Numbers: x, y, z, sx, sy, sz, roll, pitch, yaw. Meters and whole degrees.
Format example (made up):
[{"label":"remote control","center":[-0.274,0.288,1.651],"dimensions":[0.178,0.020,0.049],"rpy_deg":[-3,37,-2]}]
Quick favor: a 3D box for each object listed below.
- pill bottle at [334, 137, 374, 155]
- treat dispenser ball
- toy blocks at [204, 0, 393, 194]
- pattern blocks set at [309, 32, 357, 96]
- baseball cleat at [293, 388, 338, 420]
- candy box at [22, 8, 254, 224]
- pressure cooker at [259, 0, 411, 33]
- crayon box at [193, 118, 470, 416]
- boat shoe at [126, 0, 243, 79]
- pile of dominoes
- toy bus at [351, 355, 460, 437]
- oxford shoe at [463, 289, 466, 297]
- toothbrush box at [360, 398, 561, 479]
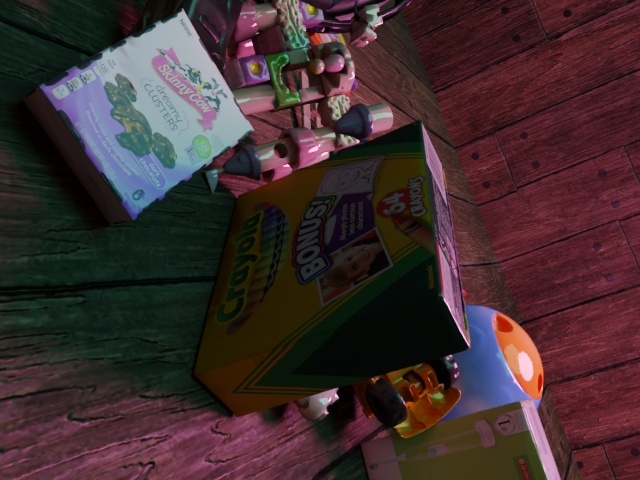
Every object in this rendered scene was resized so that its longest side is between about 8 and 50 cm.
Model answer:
[{"label":"pill bottle","center":[0.078,-0.133,1.425],"dimensions":[0.130,0.130,0.245],"rpy_deg":[58,27,-23]},{"label":"treat dispenser ball","center":[0.302,0.274,1.357],"dimensions":[0.288,0.288,0.288],"rpy_deg":[50,28,-38]},{"label":"toy blocks","center":[-0.082,-0.242,1.025],"dimensions":[0.260,0.309,0.288],"rpy_deg":[-17,94,-27]},{"label":"pattern blocks set","center":[0.026,-0.575,1.899],"dimensions":[0.325,0.026,0.285],"rpy_deg":[61,22,-16]},{"label":"baseball cleat","center":[-0.010,0.192,1.004],"dimensions":[0.109,0.072,0.206],"rpy_deg":[46,10,0]},{"label":"candy box","center":[-0.197,-0.141,0.759],"dimensions":[0.196,0.070,0.165],"rpy_deg":[-43,113,-31]},{"label":"pressure cooker","center":[0.029,-0.682,1.546],"dimensions":[0.420,0.370,0.375],"rpy_deg":[65,25,4]},{"label":"crayon box","center":[0.017,0.023,0.896],"dimensions":[0.106,0.313,0.363],"rpy_deg":[57,23,-33]},{"label":"boat shoe","center":[-0.202,-0.249,0.910],"dimensions":[0.122,0.120,0.324],"rpy_deg":[45,52,-49]},{"label":"pile of dominoes","center":[-0.007,-0.241,1.512],"dimensions":[0.196,0.040,0.251],"rpy_deg":[36,46,-55]},{"label":"toy bus","center":[0.102,0.195,1.132],"dimensions":[0.149,0.211,0.220],"rpy_deg":[-28,100,-25]},{"label":"oxford shoe","center":[0.318,0.115,1.854],"dimensions":[0.098,0.097,0.271],"rpy_deg":[56,9,30]},{"label":"toothbrush box","center":[0.235,0.395,1.090],"dimensions":[0.122,0.283,0.206],"rpy_deg":[23,48,-62]}]
